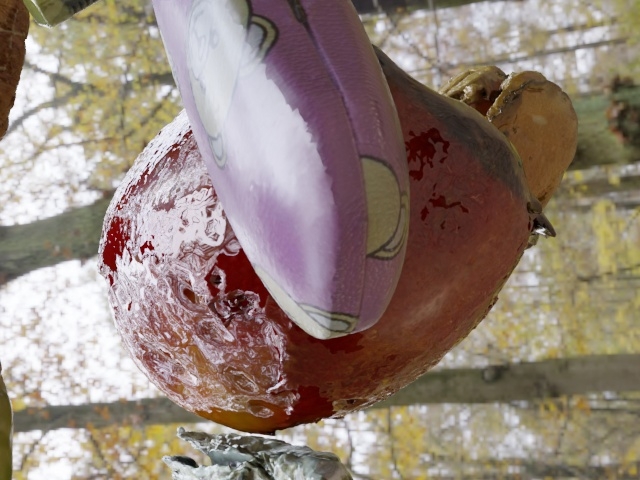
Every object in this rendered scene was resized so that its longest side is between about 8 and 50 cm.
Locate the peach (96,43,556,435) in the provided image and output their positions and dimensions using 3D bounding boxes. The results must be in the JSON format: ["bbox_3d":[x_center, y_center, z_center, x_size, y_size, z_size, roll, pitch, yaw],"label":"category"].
[{"bbox_3d":[0.000,0.000,0.925,0.339,0.417,0.353,37,-147,-23],"label":"peach"}]

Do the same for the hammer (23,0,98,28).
[{"bbox_3d":[-0.212,-0.304,1.078,0.226,0.159,0.041,-37,-59,-15],"label":"hammer"}]

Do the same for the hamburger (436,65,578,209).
[{"bbox_3d":[0.206,-0.111,1.292,0.244,0.163,0.244,-24,-51,-33],"label":"hamburger"}]

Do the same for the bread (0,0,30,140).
[{"bbox_3d":[-0.390,-0.181,1.111,0.233,0.105,0.076,-70,-15,8],"label":"bread"}]

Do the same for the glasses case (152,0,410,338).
[{"bbox_3d":[-0.032,-0.095,0.473,0.123,0.076,0.316,94,160,-47],"label":"glasses case"}]

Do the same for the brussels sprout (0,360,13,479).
[{"bbox_3d":[-0.309,0.141,0.540,0.294,0.227,0.259,-43,-91,-22],"label":"brussels sprout"}]

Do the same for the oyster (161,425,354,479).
[{"bbox_3d":[-0.041,0.241,0.972,0.198,0.268,0.112,43,-112,-39],"label":"oyster"}]
